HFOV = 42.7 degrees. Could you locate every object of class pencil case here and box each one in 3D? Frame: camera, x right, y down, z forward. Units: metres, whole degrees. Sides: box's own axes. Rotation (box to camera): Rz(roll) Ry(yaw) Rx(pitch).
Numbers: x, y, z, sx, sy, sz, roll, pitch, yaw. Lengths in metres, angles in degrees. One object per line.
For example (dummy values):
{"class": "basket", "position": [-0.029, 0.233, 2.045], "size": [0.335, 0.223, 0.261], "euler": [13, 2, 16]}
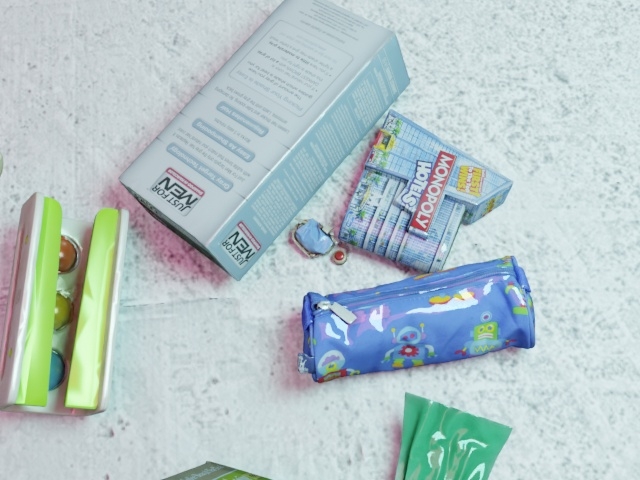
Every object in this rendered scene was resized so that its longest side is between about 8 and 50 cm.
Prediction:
{"class": "pencil case", "position": [0.118, 0.098, 1.033], "size": [0.306, 0.133, 0.119], "euler": [-10, 52, 0]}

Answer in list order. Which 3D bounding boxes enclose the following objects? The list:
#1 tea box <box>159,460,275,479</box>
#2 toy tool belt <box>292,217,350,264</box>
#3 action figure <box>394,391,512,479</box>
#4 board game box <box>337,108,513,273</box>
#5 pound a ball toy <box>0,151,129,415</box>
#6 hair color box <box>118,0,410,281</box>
{"class": "tea box", "position": [-0.048, 0.445, 0.866], "size": [0.324, 0.220, 0.329], "euler": [15, 83, 9]}
{"class": "toy tool belt", "position": [0.000, 0.000, 1.113], "size": [0.083, 0.051, 0.052], "euler": [37, 79, 14]}
{"class": "action figure", "position": [0.133, 0.317, 0.998], "size": [0.137, 0.063, 0.232], "euler": [18, 81, 8]}
{"class": "board game box", "position": [0.149, -0.059, 1.103], "size": [0.194, 0.060, 0.194], "euler": [20, 64, 8]}
{"class": "pound a ball toy", "position": [-0.377, 0.058, 1.063], "size": [0.208, 0.136, 0.319], "euler": [11, 70, -30]}
{"class": "hair color box", "position": [-0.070, -0.151, 1.114], "size": [0.185, 0.113, 0.374], "euler": [34, 77, 30]}
